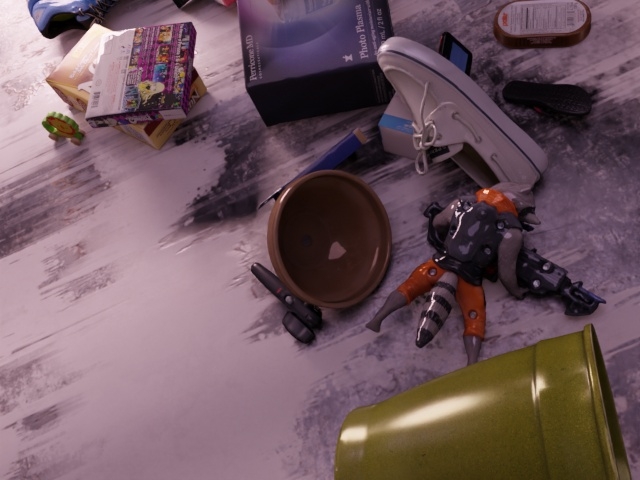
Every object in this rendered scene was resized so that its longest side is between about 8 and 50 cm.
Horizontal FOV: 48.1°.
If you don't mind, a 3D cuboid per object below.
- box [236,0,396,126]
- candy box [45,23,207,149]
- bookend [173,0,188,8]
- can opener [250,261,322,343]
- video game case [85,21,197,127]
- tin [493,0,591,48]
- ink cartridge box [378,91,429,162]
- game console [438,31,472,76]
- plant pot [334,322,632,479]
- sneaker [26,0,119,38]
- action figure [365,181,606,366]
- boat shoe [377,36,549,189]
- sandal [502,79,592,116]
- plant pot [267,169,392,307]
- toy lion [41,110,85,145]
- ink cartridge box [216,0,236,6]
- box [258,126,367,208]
[{"bbox_3d":[-0.004,-0.415,1.431,0.294,0.183,0.296,-10,73,8],"label":"box"},{"bbox_3d":[-0.431,-0.345,1.591,0.316,0.087,0.183,28,72,24],"label":"candy box"},{"bbox_3d":[-0.317,-0.657,1.680,0.157,0.156,0.072,-41,21,-9],"label":"bookend"},{"bbox_3d":[-0.064,0.100,1.282,0.073,0.059,0.186,-41,61,-8],"label":"can opener"},{"bbox_3d":[-0.372,-0.348,1.502,0.210,0.042,0.232,-5,62,10],"label":"video game case"},{"bbox_3d":[0.445,-0.439,1.444,0.190,0.040,0.106,2,60,15],"label":"tin"},{"bbox_3d":[0.185,-0.240,1.374,0.090,0.092,0.143,21,71,23],"label":"ink cartridge box"},{"bbox_3d":[0.281,-0.311,1.348,0.085,0.144,0.124,11,90,32],"label":"game console"},{"bbox_3d":[0.220,0.323,0.956,0.353,0.366,0.366,-14,60,21],"label":"plant pot"},{"bbox_3d":[-0.540,-0.575,1.735,0.330,0.130,0.147,-21,74,7],"label":"sneaker"},{"bbox_3d":[0.275,0.055,1.157,0.341,0.178,0.330,24,81,26],"label":"action figure"},{"bbox_3d":[0.218,-0.185,1.251,0.367,0.136,0.156,40,80,-13],"label":"boat shoe"},{"bbox_3d":[0.431,-0.265,1.360,0.179,0.040,0.067,23,65,39],"label":"sandal"},{"bbox_3d":[0.000,0.000,1.261,0.110,0.237,0.237,-7,51,59],"label":"plant pot"},{"bbox_3d":[-0.569,-0.251,1.573,0.100,0.096,0.034,12,67,20],"label":"toy lion"},{"bbox_3d":[-0.176,-0.663,1.633,0.218,0.158,0.092,-36,38,-9],"label":"ink cartridge box"},{"bbox_3d":[-0.018,-0.121,1.344,0.225,0.136,0.036,-38,93,-7],"label":"box"}]
